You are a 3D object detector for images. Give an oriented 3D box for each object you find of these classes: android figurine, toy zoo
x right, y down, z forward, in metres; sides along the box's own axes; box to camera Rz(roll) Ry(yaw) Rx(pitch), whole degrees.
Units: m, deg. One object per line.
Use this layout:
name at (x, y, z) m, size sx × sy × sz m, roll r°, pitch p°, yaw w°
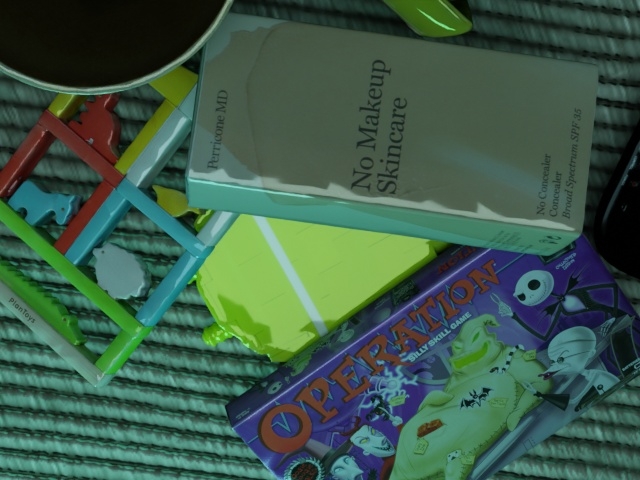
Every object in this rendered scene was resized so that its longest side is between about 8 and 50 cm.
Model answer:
android figurine at (0.000, 0.000, 1.429) m, size 0.273 × 0.056 × 0.248 m, roll -30°, pitch 102°, yaw 4°
toy zoo at (-0.170, -0.046, 1.392) m, size 0.192 × 0.030 × 0.293 m, roll 40°, pitch 99°, yaw 12°

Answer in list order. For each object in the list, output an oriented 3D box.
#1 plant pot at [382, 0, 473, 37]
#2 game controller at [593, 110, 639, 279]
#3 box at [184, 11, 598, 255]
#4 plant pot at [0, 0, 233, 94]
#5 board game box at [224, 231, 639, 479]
plant pot at (0.094, -0.300, 1.287) m, size 0.228 × 0.227 × 0.207 m, roll 41°, pitch 105°, yaw -10°
game controller at (0.359, -0.104, 1.402) m, size 0.166 × 0.067 × 0.319 m, roll 19°, pitch 101°, yaw -28°
box at (0.053, -0.083, 1.294) m, size 0.311 × 0.121 × 0.148 m, roll 7°, pitch 81°, yaw -4°
plant pot at (-0.173, -0.250, 1.266) m, size 0.237 × 0.254 × 0.237 m, roll 0°, pitch 103°, yaw -2°
board game box at (0.114, 0.125, 1.439) m, size 0.347 × 0.056 × 0.208 m, roll -36°, pitch 114°, yaw 6°
